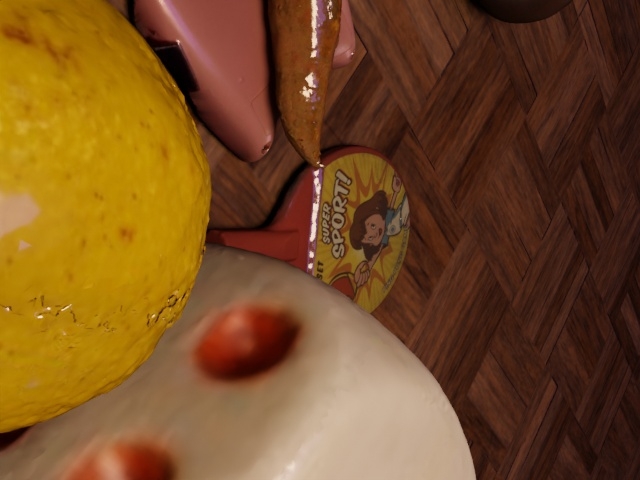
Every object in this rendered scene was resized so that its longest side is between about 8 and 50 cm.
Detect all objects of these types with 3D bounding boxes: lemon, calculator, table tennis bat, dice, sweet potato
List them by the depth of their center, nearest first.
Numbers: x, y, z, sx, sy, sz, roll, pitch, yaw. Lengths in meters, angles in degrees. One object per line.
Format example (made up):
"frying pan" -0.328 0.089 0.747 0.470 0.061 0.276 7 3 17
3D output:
"lemon" -0.197 -0.030 0.415 0.310 0.258 0.258 23 82 -56
"dice" -0.080 0.201 0.573 0.277 0.304 0.304 -47 132 -29
"sweet potato" -0.010 -0.214 0.652 0.066 0.072 0.314 -24 111 -56
"calculator" -0.075 -0.238 0.662 0.220 0.048 0.330 -51 131 -25
"table tennis bat" 0.000 0.000 0.823 0.310 0.038 0.200 -7 104 -52

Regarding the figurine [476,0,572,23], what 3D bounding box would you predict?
"figurine" 0.263 -0.346 0.934 0.275 0.158 0.161 -46 122 -32
